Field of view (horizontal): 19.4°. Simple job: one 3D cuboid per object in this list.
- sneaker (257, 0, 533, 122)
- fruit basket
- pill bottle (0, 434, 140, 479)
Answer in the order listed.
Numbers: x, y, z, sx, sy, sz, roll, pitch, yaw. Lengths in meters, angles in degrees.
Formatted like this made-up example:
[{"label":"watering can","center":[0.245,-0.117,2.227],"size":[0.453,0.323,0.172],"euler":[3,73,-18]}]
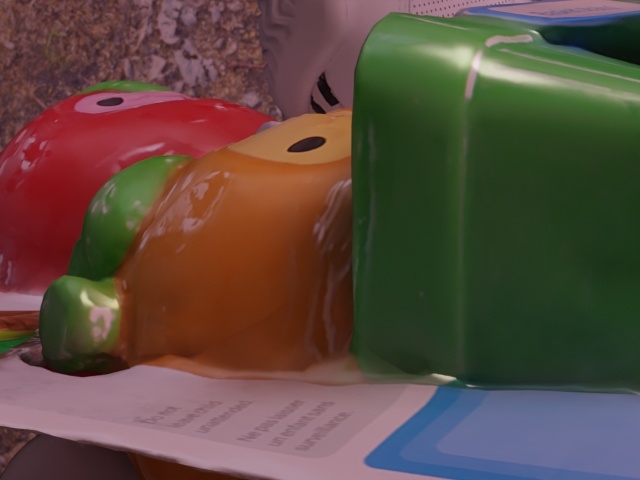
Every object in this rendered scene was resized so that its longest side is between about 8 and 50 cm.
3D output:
[{"label":"sneaker","center":[0.141,-0.034,0.748],"size":[0.210,0.137,0.366],"euler":[-15,-43,29]},{"label":"fruit basket","center":[0.000,0.000,0.510],"size":[0.353,0.165,0.327],"euler":[11,12,26]},{"label":"pill bottle","center":[-0.044,0.104,0.614],"size":[0.186,0.112,0.112],"euler":[-15,-7,-43]}]
